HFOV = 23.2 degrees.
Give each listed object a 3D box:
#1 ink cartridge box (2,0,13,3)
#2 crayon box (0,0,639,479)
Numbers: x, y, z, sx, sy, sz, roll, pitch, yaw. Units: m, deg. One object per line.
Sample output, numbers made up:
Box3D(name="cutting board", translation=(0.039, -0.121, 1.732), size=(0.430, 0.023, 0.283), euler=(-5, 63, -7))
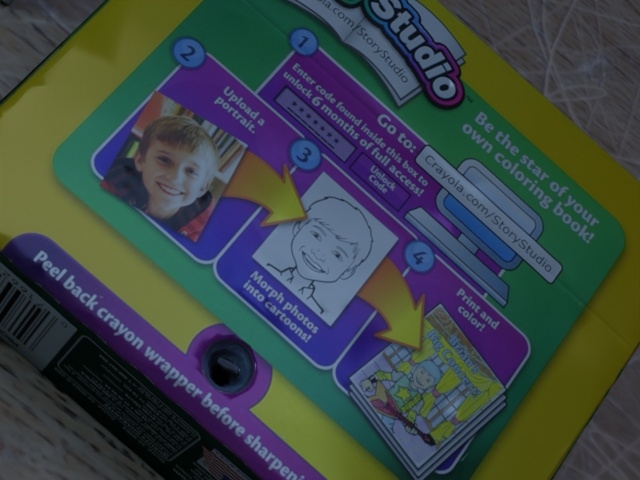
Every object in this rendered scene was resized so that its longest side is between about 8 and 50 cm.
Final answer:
Box3D(name="ink cartridge box", translation=(-0.165, -0.279, 1.009), size=(0.078, 0.134, 0.231), euler=(32, 47, -12))
Box3D(name="crayon box", translation=(0.000, 0.000, 0.906), size=(0.363, 0.106, 0.313), euler=(42, 59, -4))
